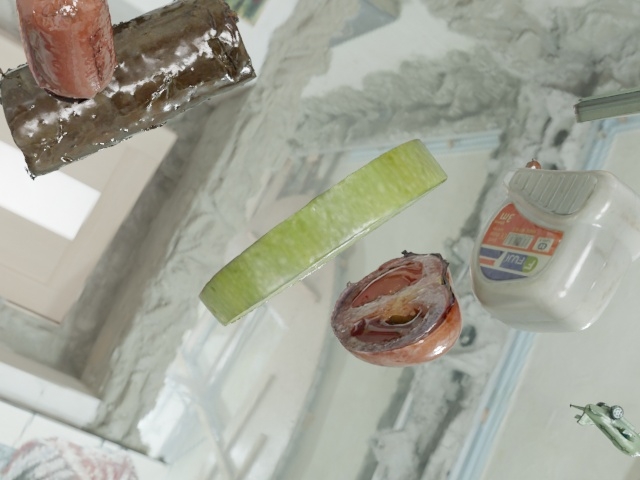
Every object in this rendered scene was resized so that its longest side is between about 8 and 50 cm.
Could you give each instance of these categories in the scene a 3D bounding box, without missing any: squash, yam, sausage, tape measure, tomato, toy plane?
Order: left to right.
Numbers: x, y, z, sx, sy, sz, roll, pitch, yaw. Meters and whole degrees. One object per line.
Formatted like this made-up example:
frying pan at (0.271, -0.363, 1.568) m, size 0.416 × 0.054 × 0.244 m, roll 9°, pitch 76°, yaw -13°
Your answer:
sausage at (-0.207, -0.168, 0.671) m, size 0.141 × 0.076 × 0.076 m, roll 114°, pitch -7°, yaw -61°
yam at (-0.216, -0.180, 0.911) m, size 0.280 × 0.131 × 0.131 m, roll -26°, pitch -157°, yaw -7°
squash at (0.000, 0.000, 0.761) m, size 0.252 × 0.049 × 0.252 m, roll -36°, pitch 177°, yaw -2°
tomato at (0.123, 0.124, 1.234) m, size 0.199 × 0.112 × 0.228 m, roll -20°, pitch -153°, yaw 18°
tape measure at (0.339, 0.007, 1.197) m, size 0.265 × 0.130 × 0.258 m, roll -59°, pitch -158°, yaw -6°
toy plane at (0.277, 0.175, 0.773) m, size 0.033 × 0.083 × 0.080 m, roll -58°, pitch -169°, yaw -11°

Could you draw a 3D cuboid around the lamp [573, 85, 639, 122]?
lamp at (0.614, -0.246, 1.395) m, size 0.269 × 0.267 × 0.047 m, roll -2°, pitch -82°, yaw 56°
